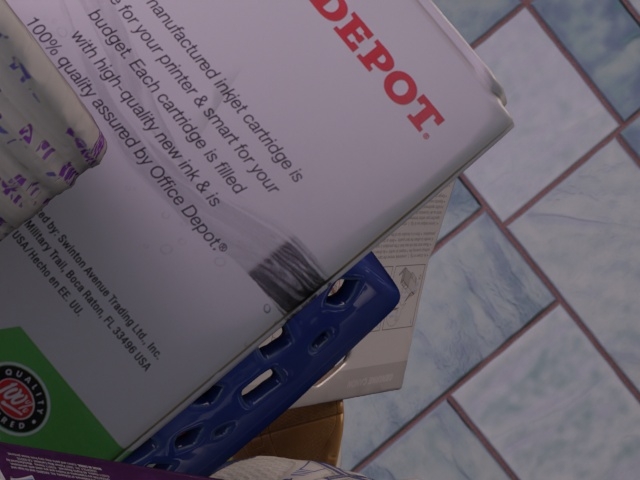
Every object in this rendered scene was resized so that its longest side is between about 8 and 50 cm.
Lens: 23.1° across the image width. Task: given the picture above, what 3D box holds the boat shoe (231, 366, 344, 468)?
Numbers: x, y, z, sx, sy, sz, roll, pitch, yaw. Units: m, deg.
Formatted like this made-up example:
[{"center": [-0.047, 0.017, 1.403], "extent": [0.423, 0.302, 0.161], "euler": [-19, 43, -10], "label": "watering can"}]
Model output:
[{"center": [-0.031, 0.203, 1.314], "extent": [0.096, 0.098, 0.277], "euler": [112, -25, -68], "label": "boat shoe"}]

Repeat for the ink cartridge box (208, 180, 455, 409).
[{"center": [0.000, 0.000, 1.248], "extent": [0.066, 0.261, 0.296], "euler": [22, 12, 31], "label": "ink cartridge box"}]

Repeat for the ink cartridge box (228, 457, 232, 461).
[{"center": [-0.188, 0.127, 1.699], "extent": [0.307, 0.072, 0.303], "euler": [55, -5, -30], "label": "ink cartridge box"}]

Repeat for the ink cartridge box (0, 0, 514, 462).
[{"center": [-0.088, -0.036, 0.723], "extent": [0.211, 0.289, 0.121], "euler": [51, -4, 2], "label": "ink cartridge box"}]

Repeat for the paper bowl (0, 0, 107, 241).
[{"center": [-0.211, -0.097, 0.522], "extent": [0.284, 0.148, 0.284], "euler": [50, -4, 5], "label": "paper bowl"}]

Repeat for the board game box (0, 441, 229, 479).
[{"center": [0.026, 0.162, 0.514], "extent": [0.346, 0.056, 0.208], "euler": [19, 16, -43], "label": "board game box"}]

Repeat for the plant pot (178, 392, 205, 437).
[{"center": [-0.162, -0.015, 1.357], "extent": [0.267, 0.267, 0.236], "euler": [48, 4, 31], "label": "plant pot"}]

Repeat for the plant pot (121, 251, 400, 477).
[{"center": [-0.121, 0.007, 0.982], "extent": [0.236, 0.236, 0.212], "euler": [50, 2, 21], "label": "plant pot"}]

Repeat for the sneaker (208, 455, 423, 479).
[{"center": [0.035, 0.202, 1.122], "extent": [0.296, 0.112, 0.131], "euler": [12, -31, 13], "label": "sneaker"}]
